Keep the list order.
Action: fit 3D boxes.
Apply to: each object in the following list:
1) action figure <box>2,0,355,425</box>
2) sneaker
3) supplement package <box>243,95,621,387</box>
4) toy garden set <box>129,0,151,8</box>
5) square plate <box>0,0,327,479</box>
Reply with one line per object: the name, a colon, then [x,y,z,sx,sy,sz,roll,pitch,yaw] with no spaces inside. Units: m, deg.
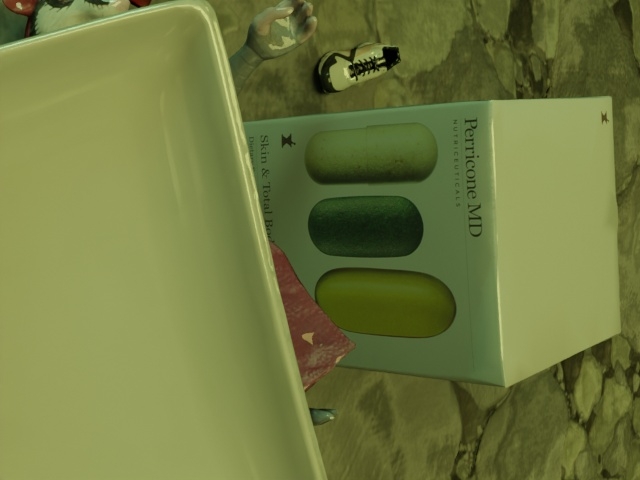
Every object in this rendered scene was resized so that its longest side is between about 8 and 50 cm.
action figure: [-0.131,-0.020,0.659,0.248,0.276,0.370,-19,81,-34]
sneaker: [0.039,-0.177,0.944,0.109,0.043,0.040,-36,119,-41]
supplement package: [0.080,-0.010,0.771,0.198,0.262,0.199,-10,99,-49]
toy garden set: [-0.155,-0.298,0.636,0.244,0.049,0.204,28,92,-26]
square plate: [-0.182,0.084,0.480,0.347,0.049,0.344,-18,109,-16]
